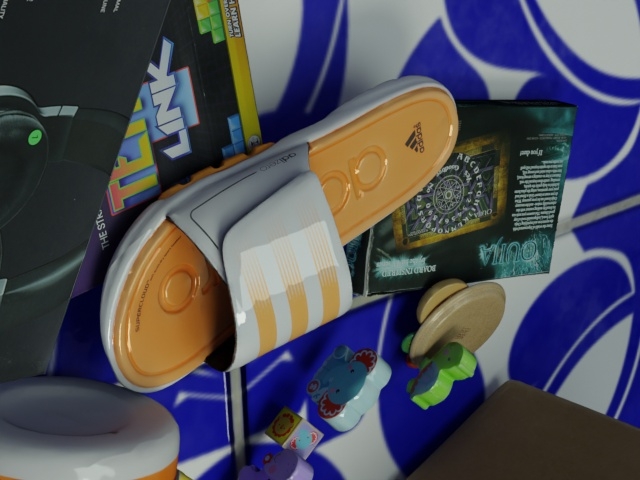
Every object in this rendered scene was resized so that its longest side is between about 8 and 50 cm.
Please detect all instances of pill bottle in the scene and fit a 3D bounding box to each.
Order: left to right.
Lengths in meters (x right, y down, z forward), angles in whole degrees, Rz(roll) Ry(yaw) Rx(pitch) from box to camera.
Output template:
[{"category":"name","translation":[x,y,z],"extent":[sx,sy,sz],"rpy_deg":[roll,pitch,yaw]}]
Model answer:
[{"category":"pill bottle","translation":[-0.144,0.192,0.700],"extent":[0.121,0.121,0.221],"rpy_deg":[-3,106,-41]}]

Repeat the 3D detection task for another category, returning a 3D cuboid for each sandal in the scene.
[{"category":"sandal","translation":[-0.002,-0.009,0.727],"extent":[0.265,0.076,0.102],"rpy_deg":[-37,130,-26]}]

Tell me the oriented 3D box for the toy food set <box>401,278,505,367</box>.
[{"category":"toy food set","translation":[0.091,0.058,0.917],"extent":[0.083,0.020,0.083],"rpy_deg":[-8,136,-40]}]

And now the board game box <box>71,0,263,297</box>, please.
[{"category":"board game box","translation":[-0.103,-0.074,0.699],"extent":[0.141,0.048,0.170],"rpy_deg":[-28,121,-34]}]

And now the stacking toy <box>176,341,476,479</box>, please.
[{"category":"stacking toy","translation":[-0.005,0.119,0.828],"extent":[0.167,0.052,0.221],"rpy_deg":[42,80,-37]}]

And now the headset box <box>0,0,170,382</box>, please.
[{"category":"headset box","translation":[-0.194,-0.065,0.491],"extent":[0.283,0.131,0.246],"rpy_deg":[-9,126,-53]}]

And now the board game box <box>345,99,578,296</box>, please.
[{"category":"board game box","translation":[0.097,-0.032,0.906],"extent":[0.186,0.026,0.126],"rpy_deg":[-4,108,-41]}]

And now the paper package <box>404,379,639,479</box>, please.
[{"category":"paper package","translation":[0.150,0.286,0.865],"extent":[0.325,0.309,0.168],"rpy_deg":[-40,127,-27]}]
